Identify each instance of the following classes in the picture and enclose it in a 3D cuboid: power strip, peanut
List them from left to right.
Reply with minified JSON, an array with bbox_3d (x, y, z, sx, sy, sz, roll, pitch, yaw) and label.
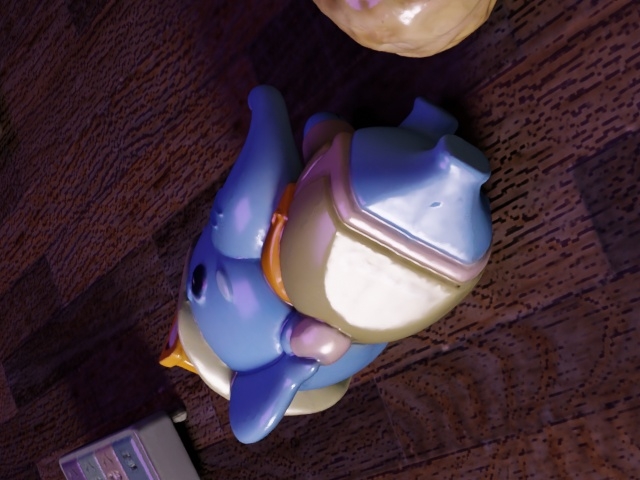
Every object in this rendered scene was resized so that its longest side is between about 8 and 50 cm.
[{"bbox_3d":[-0.163,0.243,1.192,0.215,0.061,0.145,-29,86,57],"label":"power strip"},{"bbox_3d":[0.018,-0.190,0.686,0.236,0.110,0.120,58,149,38],"label":"peanut"}]

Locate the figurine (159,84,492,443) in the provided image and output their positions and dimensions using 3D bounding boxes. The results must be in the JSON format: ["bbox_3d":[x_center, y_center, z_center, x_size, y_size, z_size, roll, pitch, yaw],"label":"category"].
[{"bbox_3d":[0.003,0.002,0.774,0.262,0.154,0.180,-50,51,33],"label":"figurine"}]

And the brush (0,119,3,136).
[{"bbox_3d":[-0.393,-0.221,1.325,0.084,0.071,0.301,-21,81,61],"label":"brush"}]
